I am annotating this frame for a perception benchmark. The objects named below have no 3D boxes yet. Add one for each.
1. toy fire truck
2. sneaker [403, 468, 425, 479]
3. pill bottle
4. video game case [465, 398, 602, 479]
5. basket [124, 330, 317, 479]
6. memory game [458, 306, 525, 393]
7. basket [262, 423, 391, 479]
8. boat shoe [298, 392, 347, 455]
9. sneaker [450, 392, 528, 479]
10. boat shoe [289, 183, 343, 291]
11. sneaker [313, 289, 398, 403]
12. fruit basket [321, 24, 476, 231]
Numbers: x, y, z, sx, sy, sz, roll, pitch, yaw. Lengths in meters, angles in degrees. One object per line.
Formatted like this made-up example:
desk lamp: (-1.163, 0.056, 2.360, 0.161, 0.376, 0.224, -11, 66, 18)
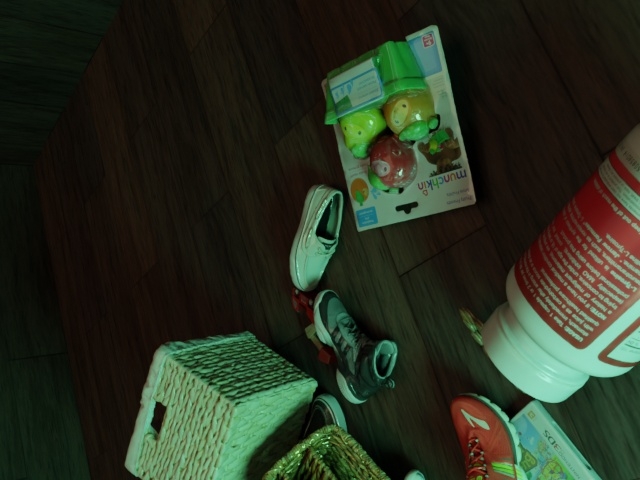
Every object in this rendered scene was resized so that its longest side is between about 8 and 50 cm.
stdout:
toy fire truck: (-0.010, 0.204, 1.557, 0.192, 0.047, 0.135, 32, 121, 48)
sneaker: (0.232, 0.594, 1.287, 0.126, 0.091, 0.240, -3, 88, 30)
pill bottle: (0.428, 0.049, 0.929, 0.229, 0.229, 0.407, 55, 128, 32)
video game case: (0.383, 0.428, 1.141, 0.193, 0.023, 0.212, 55, 129, 32)
basket: (-0.232, 0.427, 1.500, 0.266, 0.331, 0.328, 25, 103, 32)
memory game: (0.307, 0.195, 1.129, 0.012, 0.186, 0.186, -37, 57, -1)
basket: (0.013, 0.561, 1.280, 0.299, 0.213, 0.223, 42, 123, 37)
boat shoe: (-0.013, 0.528, 1.527, 0.113, 0.105, 0.306, 15, 102, 47)
sneaker: (0.300, 0.409, 1.127, 0.107, 0.118, 0.279, -39, 62, 40)
boat shoe: (0.000, 0.000, 1.516, 0.088, 0.096, 0.267, 22, 99, 51)
sneaker: (0.086, 0.222, 1.418, 0.153, 0.101, 0.268, -32, 73, 43)
fruit basket: (0.140, -0.214, 1.299, 0.327, 0.165, 0.353, -12, 85, 48)
